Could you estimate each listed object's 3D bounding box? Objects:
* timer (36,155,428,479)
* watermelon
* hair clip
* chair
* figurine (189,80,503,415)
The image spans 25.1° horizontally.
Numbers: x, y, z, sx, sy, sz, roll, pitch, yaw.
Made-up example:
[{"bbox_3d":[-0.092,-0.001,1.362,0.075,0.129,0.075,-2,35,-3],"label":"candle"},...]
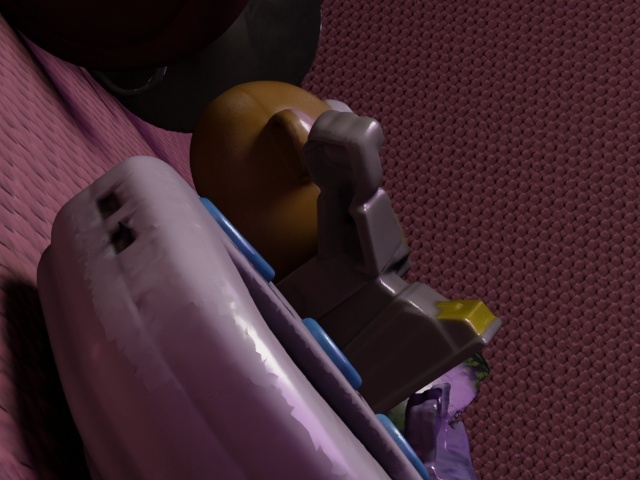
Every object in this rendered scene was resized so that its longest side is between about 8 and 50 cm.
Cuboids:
[{"bbox_3d":[-0.012,0.095,0.561,0.262,0.087,0.237,53,2,-27],"label":"timer"},{"bbox_3d":[0.067,0.140,1.360,0.145,0.193,0.137,-61,159,-86],"label":"watermelon"},{"bbox_3d":[0.095,0.190,1.078,0.278,0.090,0.137,-120,-157,-67],"label":"hair clip"},{"bbox_3d":[-0.128,-0.222,1.162,0.226,0.226,0.401,54,2,6],"label":"chair"},{"bbox_3d":[-0.001,0.000,1.165,0.167,0.342,0.285,-34,86,-43],"label":"figurine"}]
